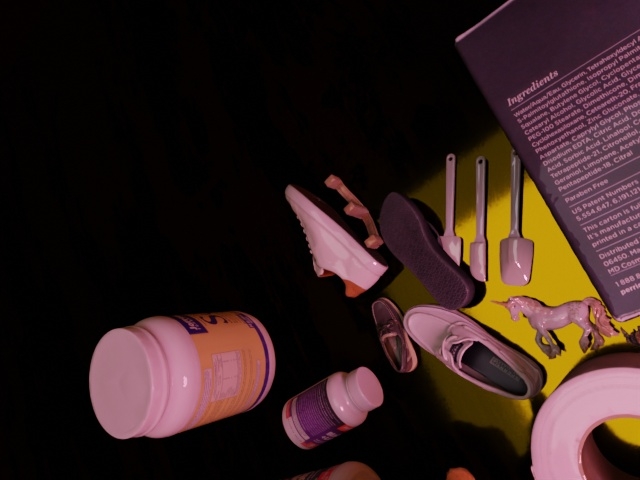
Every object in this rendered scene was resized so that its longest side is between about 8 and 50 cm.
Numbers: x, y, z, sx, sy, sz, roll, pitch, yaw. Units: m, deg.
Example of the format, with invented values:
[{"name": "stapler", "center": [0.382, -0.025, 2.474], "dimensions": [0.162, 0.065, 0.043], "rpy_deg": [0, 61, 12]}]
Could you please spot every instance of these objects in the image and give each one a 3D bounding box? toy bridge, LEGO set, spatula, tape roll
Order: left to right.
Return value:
[{"name": "toy bridge", "center": [0.074, -0.061, 0.963], "dimensions": [0.026, 0.063, 0.188], "rpy_deg": [-44, 60, 23]}, {"name": "spatula", "center": [0.292, -0.043, 0.845], "dimensions": [0.168, 0.019, 0.241], "rpy_deg": [0, 85, 40]}, {"name": "tape roll", "center": [0.427, 0.282, 0.629], "dimensions": [0.246, 0.169, 0.246], "rpy_deg": [-4, 83, 33]}, {"name": "LEGO set", "center": [0.485, 0.148, 0.685], "dimensions": [0.054, 0.023, 0.083], "rpy_deg": [-48, 41, 5]}]

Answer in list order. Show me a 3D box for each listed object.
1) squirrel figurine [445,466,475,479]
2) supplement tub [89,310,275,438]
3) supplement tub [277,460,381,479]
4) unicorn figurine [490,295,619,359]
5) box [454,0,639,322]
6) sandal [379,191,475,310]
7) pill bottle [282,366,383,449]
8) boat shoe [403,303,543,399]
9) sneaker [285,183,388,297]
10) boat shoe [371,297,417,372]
[{"name": "squirrel figurine", "center": [0.166, 0.475, 0.595], "dimensions": [0.397, 0.281, 0.370], "rpy_deg": [-2, 125, 23]}, {"name": "supplement tub", "center": [-0.284, 0.278, 1.012], "dimensions": [0.241, 0.331, 0.240], "rpy_deg": [-4, 83, 34]}, {"name": "supplement tub", "center": [-0.013, 0.544, 0.888], "dimensions": [0.272, 0.191, 0.191], "rpy_deg": [-30, 70, 28]}, {"name": "unicorn figurine", "center": [0.371, 0.131, 0.754], "dimensions": [0.162, 0.060, 0.111], "rpy_deg": [-17, 75, 15]}, {"name": "box", "center": [0.392, -0.120, 0.615], "dimensions": [0.212, 0.294, 0.395], "rpy_deg": [-32, 69, 27]}, {"name": "sandal", "center": [0.195, 0.019, 0.883], "dimensions": [0.097, 0.055, 0.254], "rpy_deg": [-50, 61, 40]}, {"name": "pill bottle", "center": [0.026, 0.328, 0.932], "dimensions": [0.193, 0.108, 0.108], "rpy_deg": [-38, 66, 26]}, {"name": "boat shoe", "center": [0.249, 0.184, 0.808], "dimensions": [0.258, 0.084, 0.095], "rpy_deg": [23, 98, 33]}, {"name": "sneaker", "center": [0.000, 0.000, 0.982], "dimensions": [0.290, 0.106, 0.123], "rpy_deg": [47, 109, 27]}, {"name": "boat shoe", "center": [0.138, 0.180, 0.905], "dimensions": [0.056, 0.049, 0.152], "rpy_deg": [-37, 66, 26]}]
